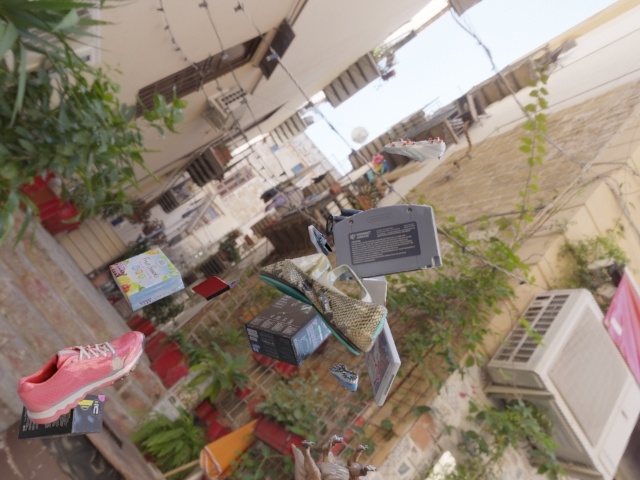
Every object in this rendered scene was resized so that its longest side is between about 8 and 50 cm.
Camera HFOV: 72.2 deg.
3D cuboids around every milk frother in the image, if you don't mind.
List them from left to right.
[{"bbox_3d":[0.101,-0.030,1.570,0.129,0.135,0.143,124,-31,-57],"label":"milk frother"}]

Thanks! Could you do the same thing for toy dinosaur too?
[{"bbox_3d":[0.033,0.542,0.936,0.296,0.200,0.127,7,-6,28],"label":"toy dinosaur"}]

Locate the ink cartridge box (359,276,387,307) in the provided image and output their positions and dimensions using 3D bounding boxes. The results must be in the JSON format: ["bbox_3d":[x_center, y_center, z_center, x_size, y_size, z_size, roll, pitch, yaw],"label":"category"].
[{"bbox_3d":[0.243,0.264,2.075,0.273,0.114,0.196,-30,124,-84],"label":"ink cartridge box"}]

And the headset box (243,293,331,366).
[{"bbox_3d":[-0.106,0.331,1.725,0.246,0.283,0.131,6,-61,36],"label":"headset box"}]

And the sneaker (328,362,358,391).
[{"bbox_3d":[0.080,0.508,1.613,0.162,0.063,0.073,18,-63,61],"label":"sneaker"}]

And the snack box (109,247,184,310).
[{"bbox_3d":[-0.579,0.122,1.461,0.207,0.175,0.070,36,-40,43],"label":"snack box"}]

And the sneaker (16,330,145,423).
[{"bbox_3d":[-0.595,0.316,1.110,0.116,0.314,0.136,17,-48,41],"label":"sneaker"}]

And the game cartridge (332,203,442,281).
[{"bbox_3d":[0.186,0.002,1.265,0.297,0.198,0.062,-10,-18,20],"label":"game cartridge"}]

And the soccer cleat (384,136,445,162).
[{"bbox_3d":[0.302,-0.284,1.404,0.068,0.196,0.076,-98,-175,-60],"label":"soccer cleat"}]

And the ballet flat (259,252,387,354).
[{"bbox_3d":[0.010,0.138,1.247,0.483,0.182,0.164,28,-10,48],"label":"ballet flat"}]

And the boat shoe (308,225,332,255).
[{"bbox_3d":[0.000,0.000,1.376,0.142,0.040,0.049,62,16,-47],"label":"boat shoe"}]

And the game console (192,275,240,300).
[{"bbox_3d":[-0.425,0.180,1.791,0.144,0.124,0.085,-27,-82,28],"label":"game console"}]

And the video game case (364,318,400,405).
[{"bbox_3d":[0.188,0.372,1.364,0.201,0.023,0.183,-100,-158,-59],"label":"video game case"}]

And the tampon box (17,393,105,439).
[{"bbox_3d":[-0.697,0.476,1.190,0.120,0.161,0.101,64,18,-65],"label":"tampon box"}]
